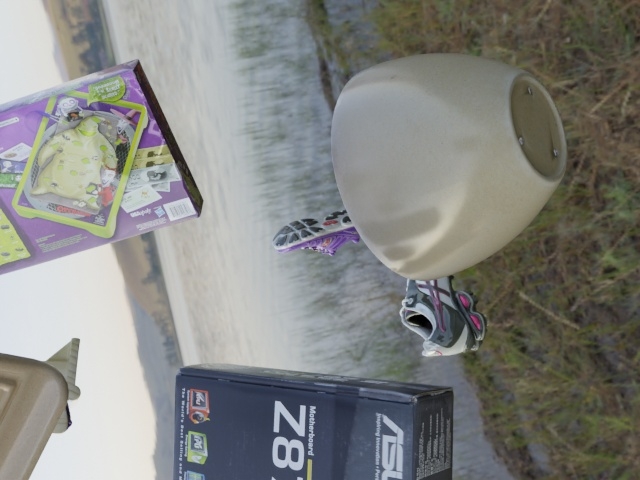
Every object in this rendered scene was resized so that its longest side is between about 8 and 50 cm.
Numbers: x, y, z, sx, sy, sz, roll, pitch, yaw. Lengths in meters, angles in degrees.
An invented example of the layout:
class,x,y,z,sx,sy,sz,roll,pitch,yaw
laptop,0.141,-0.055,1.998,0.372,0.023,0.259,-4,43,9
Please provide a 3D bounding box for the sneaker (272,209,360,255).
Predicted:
class,x,y,z,sx,sy,sz,roll,pitch,yaw
sneaker,0.000,0.000,1.283,0.068,0.169,0.071,-137,40,-57

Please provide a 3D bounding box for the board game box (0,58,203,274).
class,x,y,z,sx,sy,sz,roll,pitch,yaw
board game box,-0.348,-0.077,0.933,0.056,0.346,0.208,-94,-14,-54

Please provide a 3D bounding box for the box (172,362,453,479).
class,x,y,z,sx,sy,sz,roll,pitch,yaw
box,-0.021,0.339,0.772,0.318,0.097,0.395,-1,85,35

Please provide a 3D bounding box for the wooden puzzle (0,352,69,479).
class,x,y,z,sx,sy,sz,roll,pitch,yaw
wooden puzzle,-0.303,0.151,0.438,0.044,0.238,0.221,27,90,45

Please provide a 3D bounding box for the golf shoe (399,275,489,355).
class,x,y,z,sx,sy,sz,roll,pitch,yaw
golf shoe,0.188,0.088,1.313,0.105,0.120,0.273,87,161,-44

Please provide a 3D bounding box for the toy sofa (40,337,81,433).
class,x,y,z,sx,sy,sz,roll,pitch,yaw
toy sofa,-0.625,0.264,1.334,0.150,0.362,0.177,139,133,-63

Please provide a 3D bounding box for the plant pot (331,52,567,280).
class,x,y,z,sx,sy,sz,roll,pitch,yaw
plant pot,0.179,-0.107,0.884,0.191,0.284,0.284,-17,85,42
